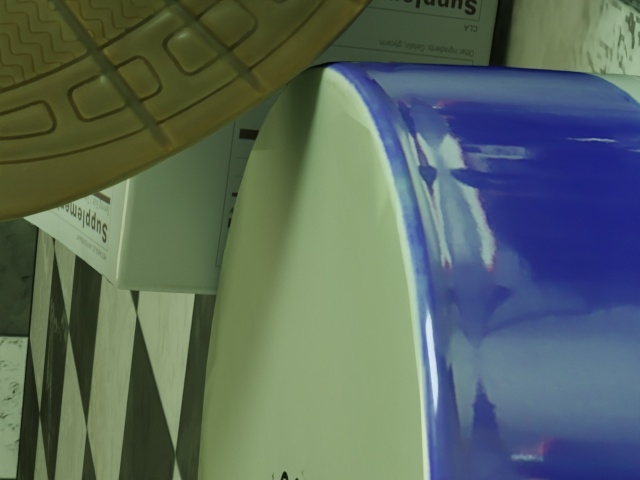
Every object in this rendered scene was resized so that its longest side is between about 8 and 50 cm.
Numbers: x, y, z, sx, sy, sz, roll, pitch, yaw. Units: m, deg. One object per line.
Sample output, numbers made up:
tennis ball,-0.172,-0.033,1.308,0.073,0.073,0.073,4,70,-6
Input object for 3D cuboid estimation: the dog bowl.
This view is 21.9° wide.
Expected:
dog bowl,0.039,0.083,0.466,0.265,0.104,0.265,-178,90,-76

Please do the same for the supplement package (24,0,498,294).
supplement package,-0.020,-0.110,0.617,0.139,0.133,0.244,-153,69,-63

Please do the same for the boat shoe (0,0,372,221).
boat shoe,-0.011,-0.120,0.471,0.302,0.109,0.098,-45,7,-3
